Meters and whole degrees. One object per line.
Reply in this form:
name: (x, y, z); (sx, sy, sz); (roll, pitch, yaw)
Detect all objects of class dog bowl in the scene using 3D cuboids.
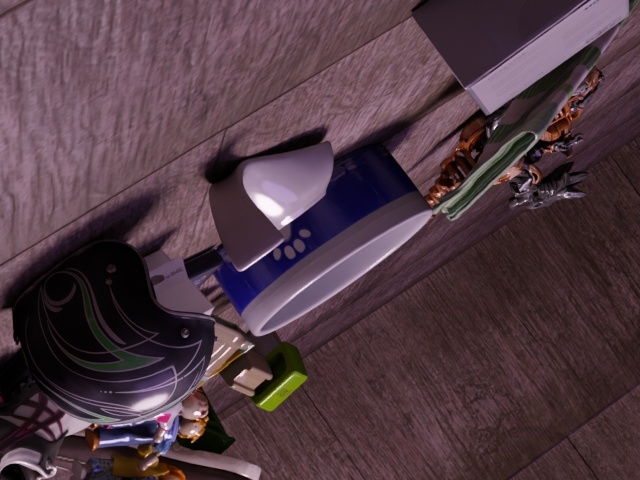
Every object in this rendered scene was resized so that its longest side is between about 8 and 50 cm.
dog bowl: (0.000, 0.000, 1.996); (0.265, 0.104, 0.265); (-35, 172, -5)

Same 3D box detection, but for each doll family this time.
doll family: (-0.230, 0.268, 2.148); (0.163, 0.118, 0.262); (4, 111, -30)

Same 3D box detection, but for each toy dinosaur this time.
toy dinosaur: (0.253, -0.135, 2.275); (0.322, 0.164, 0.218); (-18, 164, 22)

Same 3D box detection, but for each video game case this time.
video game case: (-0.253, 0.108, 1.877); (0.274, 0.026, 0.196); (-28, 170, -45)

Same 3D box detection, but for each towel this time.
towel: (0.265, -0.178, 1.946); (0.325, 0.038, 0.248); (-51, -178, -32)

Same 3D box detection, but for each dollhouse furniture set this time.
dollhouse furniture set: (-0.192, 0.148, 2.238); (0.197, 0.151, 0.301); (-43, 142, 14)

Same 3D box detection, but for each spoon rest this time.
spoon rest: (-0.055, -0.047, 1.648); (0.137, 0.084, 0.276); (-35, -174, 14)

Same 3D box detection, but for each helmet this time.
helmet: (-0.188, 0.092, 1.536); (0.169, 0.161, 0.169); (-34, 173, -5)

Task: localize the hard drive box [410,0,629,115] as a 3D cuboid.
hard drive box: (0.196, -0.215, 1.567); (0.181, 0.089, 0.232); (-36, 173, 7)

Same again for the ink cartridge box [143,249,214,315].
ink cartridge box: (-0.184, 0.087, 1.720); (0.092, 0.090, 0.143); (-30, 158, -40)

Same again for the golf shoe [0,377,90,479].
golf shoe: (-0.318, 0.211, 1.747); (0.105, 0.120, 0.273); (-35, 165, 22)

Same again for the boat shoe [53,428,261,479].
boat shoe: (-0.249, 0.326, 2.278); (0.116, 0.325, 0.096); (93, 8, -75)
